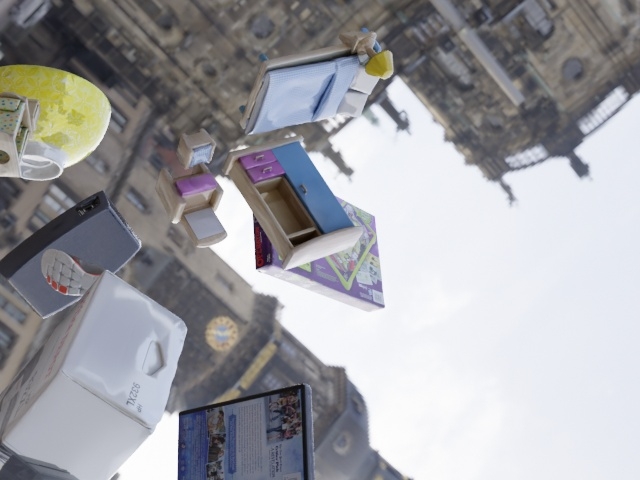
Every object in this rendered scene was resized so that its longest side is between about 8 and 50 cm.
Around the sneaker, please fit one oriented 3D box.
[{"bbox_3d":[-0.373,0.061,1.464,0.061,0.158,0.065,-66,164,12],"label":"sneaker"}]

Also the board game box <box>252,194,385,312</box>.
[{"bbox_3d":[0.000,0.000,1.733,0.056,0.347,0.208,-17,-116,34],"label":"board game box"}]

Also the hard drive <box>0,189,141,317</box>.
[{"bbox_3d":[-0.488,0.035,1.808,0.254,0.172,0.054,-37,-138,-10],"label":"hard drive"}]

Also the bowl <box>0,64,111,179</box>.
[{"bbox_3d":[-0.584,-0.218,1.893,0.289,0.289,0.156,-24,-121,43],"label":"bowl"}]

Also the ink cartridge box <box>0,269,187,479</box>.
[{"bbox_3d":[-0.313,0.218,1.098,0.307,0.129,0.223,-47,-162,21],"label":"ink cartridge box"}]

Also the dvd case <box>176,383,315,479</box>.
[{"bbox_3d":[-0.117,0.325,1.375,0.253,0.022,0.180,-18,-118,31],"label":"dvd case"}]

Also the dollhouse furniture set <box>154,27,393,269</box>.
[{"bbox_3d":[-0.037,-0.123,1.292,0.286,0.198,0.303,-19,155,-34],"label":"dollhouse furniture set"}]

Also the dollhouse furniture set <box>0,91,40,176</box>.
[{"bbox_3d":[-0.590,-0.212,1.593,0.101,0.160,0.182,98,-7,-46],"label":"dollhouse furniture set"}]
